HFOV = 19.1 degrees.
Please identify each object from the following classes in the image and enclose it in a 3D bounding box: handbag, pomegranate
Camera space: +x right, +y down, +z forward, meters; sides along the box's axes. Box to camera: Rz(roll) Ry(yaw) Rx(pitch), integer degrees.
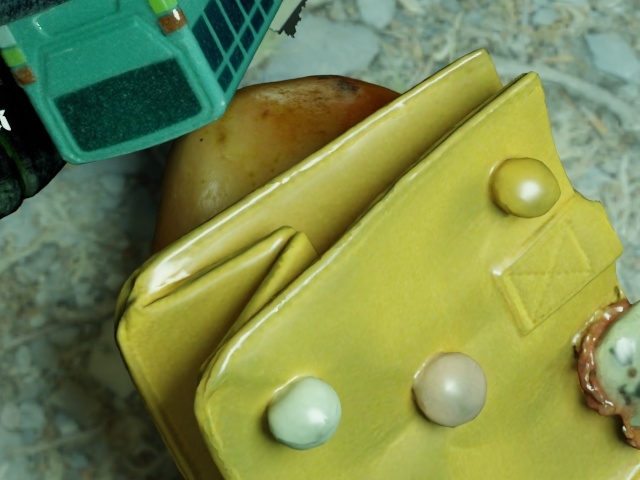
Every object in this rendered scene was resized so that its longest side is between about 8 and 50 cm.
[{"bbox_3d":[0.090,0.122,1.062,0.283,0.133,0.401,-39,119,-21],"label":"handbag"},{"bbox_3d":[0.000,0.002,1.158,0.209,0.209,0.209,2,72,-6],"label":"pomegranate"}]

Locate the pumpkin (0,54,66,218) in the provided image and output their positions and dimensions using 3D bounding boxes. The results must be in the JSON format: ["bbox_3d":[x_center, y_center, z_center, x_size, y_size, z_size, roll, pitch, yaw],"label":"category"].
[{"bbox_3d":[-0.245,-0.099,1.190,0.202,0.140,0.202,3,69,-9],"label":"pumpkin"}]

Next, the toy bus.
[{"bbox_3d":[-0.099,-0.165,1.170,0.128,0.256,0.147,-16,116,22],"label":"toy bus"}]

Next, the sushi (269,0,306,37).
[{"bbox_3d":[-0.055,-0.302,1.283,0.192,0.043,0.279,22,107,-1],"label":"sushi"}]
